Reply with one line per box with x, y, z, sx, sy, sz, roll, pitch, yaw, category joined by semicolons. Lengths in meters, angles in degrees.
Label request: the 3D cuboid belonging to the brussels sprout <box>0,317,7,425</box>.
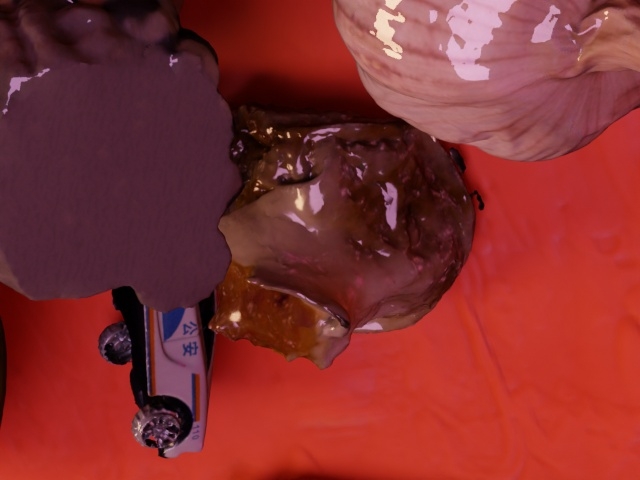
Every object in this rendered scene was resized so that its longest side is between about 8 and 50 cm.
-0.322;0.056;0.982;0.328;0.247;0.328;7;121;12;brussels sprout

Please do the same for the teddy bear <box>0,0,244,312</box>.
-0.124;-0.104;0.840;0.144;0.251;0.171;-22;143;-12;teddy bear

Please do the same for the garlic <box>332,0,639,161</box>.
0.120;-0.097;0.725;0.199;0.226;0.199;-16;128;-21;garlic

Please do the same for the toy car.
-0.086;0.021;0.964;0.056;0.095;0.205;-8;121;-16;toy car

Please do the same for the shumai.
0.001;0.004;0.903;0.145;0.116;0.145;8;120;15;shumai
